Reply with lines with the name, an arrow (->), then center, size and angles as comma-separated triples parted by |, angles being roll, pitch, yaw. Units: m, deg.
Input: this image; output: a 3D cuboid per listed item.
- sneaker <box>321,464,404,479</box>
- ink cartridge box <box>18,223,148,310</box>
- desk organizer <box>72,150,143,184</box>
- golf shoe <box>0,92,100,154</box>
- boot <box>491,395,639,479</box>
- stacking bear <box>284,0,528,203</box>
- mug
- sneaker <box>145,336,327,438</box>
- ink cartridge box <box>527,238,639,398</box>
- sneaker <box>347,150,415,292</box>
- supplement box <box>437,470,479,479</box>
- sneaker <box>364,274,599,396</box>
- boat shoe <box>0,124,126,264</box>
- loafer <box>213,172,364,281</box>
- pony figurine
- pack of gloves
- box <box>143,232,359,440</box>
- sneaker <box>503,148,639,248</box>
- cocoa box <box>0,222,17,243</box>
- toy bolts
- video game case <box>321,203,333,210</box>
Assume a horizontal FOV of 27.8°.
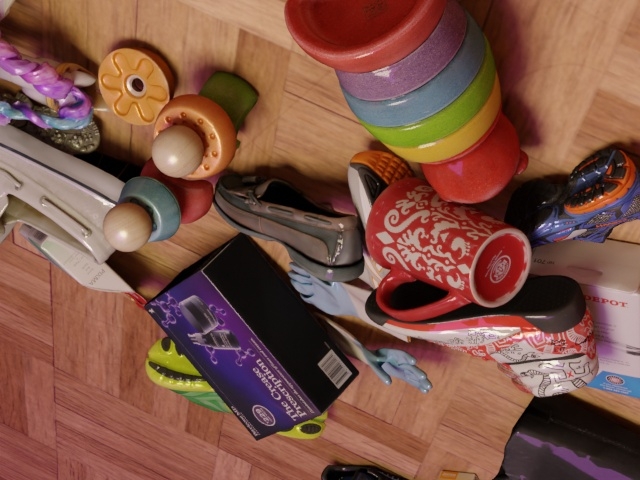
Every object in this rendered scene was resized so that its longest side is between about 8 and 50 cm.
sneaker -> 0.104, 0.414, 2.072 | 0.232, 0.081, 0.090 | 4, 144, 33
ink cartridge box -> -0.338, 0.054, 1.920 | 0.225, 0.056, 0.181 | 49, 168, -21
desk organizer -> -0.290, -0.083, 1.788 | 0.130, 0.047, 0.050 | 19, 140, 16
golf shoe -> -0.364, -0.148, 1.763 | 0.176, 0.069, 0.086 | 20, 160, 24
boot -> 0.431, 0.430, 1.767 | 0.445, 0.146, 0.367 | 20, 122, 7
stacking bear -> 0.115, -0.150, 1.328 | 0.175, 0.164, 0.289 | -28, 133, 13
mug -> 0.144, 0.022, 1.452 | 0.169, 0.113, 0.150 | 26, 114, 49
sneaker -> -0.124, 0.222, 2.009 | 0.295, 0.109, 0.123 | 21, 170, 7
ink cartridge box -> 0.322, 0.087, 1.528 | 0.139, 0.082, 0.191 | 12, 138, 25
sneaker -> 0.067, -0.002, 1.594 | 0.121, 0.099, 0.262 | 8, 137, 35
supplement box -> 0.201, 0.403, 1.976 | 0.062, 0.098, 0.036 | -1, 137, 35
sneaker -> 0.189, 0.116, 1.504 | 0.270, 0.090, 0.145 | -2, 131, 30
boat shoe -> -0.429, -0.060, 1.727 | 0.367, 0.156, 0.136 | 25, 161, 7
loafer -> -0.037, -0.040, 1.599 | 0.267, 0.096, 0.084 | 32, 128, 42
pony figurine -> -0.441, -0.251, 1.549 | 0.363, 0.303, 0.351 | 22, 175, 6
pack of gloves -> 0.041, 0.126, 1.739 | 0.232, 0.046, 0.195 | 20, 149, 50
box -> -0.100, 0.140, 1.833 | 0.261, 0.103, 0.184 | 50, 144, -7
sneaker -> 0.279, -0.025, 1.431 | 0.087, 0.083, 0.221 | 31, 152, -23
cocoa box -> -0.653, -0.085, 1.881 | 0.228, 0.231, 0.347 | 3, 136, 34
toy bolts -> -0.213, -0.101, 1.566 | 0.218, 0.158, 0.228 | 28, 125, 10
video game case -> 0.000, 0.000, 1.711 | 0.087, 0.011, 0.122 | 0, 135, 36
